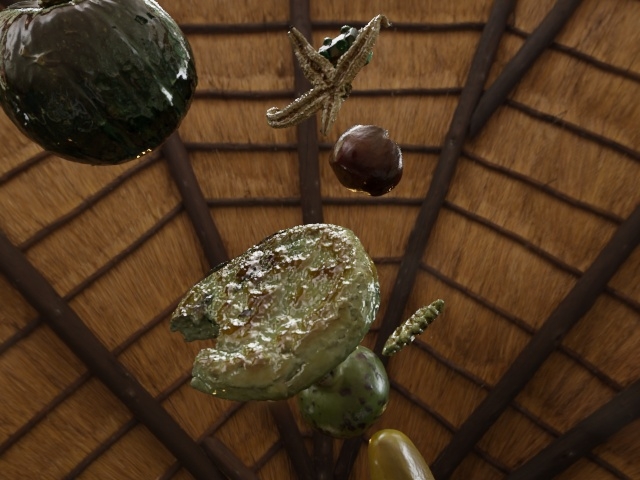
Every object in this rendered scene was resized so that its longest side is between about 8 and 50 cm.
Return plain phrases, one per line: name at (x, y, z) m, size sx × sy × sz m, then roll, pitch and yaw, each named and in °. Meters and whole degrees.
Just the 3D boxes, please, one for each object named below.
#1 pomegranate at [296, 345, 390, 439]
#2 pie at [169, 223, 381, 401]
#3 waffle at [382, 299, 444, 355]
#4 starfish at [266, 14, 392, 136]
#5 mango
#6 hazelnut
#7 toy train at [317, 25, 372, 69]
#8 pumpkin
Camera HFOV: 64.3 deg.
pomegranate at (0.056, 0.348, 1.275) m, size 0.242 × 0.305 × 0.242 m, roll -2°, pitch -145°, yaw 1°
pie at (-0.058, 0.084, 0.692) m, size 0.303 × 0.067 × 0.302 m, roll -16°, pitch -143°, yaw 12°
waffle at (0.259, 0.247, 1.443) m, size 0.223 × 0.204 × 0.054 m, roll -41°, pitch -101°, yaw -5°
starfish at (0.002, -0.531, 1.615) m, size 0.324 × 0.082 × 0.432 m, roll 22°, pitch -89°, yaw 27°
mango at (0.204, 0.585, 1.170) m, size 0.142 × 0.195 × 0.331 m, roll -20°, pitch -96°, yaw 18°
hazelnut at (0.118, -0.202, 1.302) m, size 0.202 × 0.170 × 0.160 m, roll 31°, pitch -115°, yaw 17°
toy train at (0.080, -0.628, 1.715) m, size 0.228 × 0.136 × 0.091 m, roll -19°, pitch -138°, yaw 41°
pumpkin at (-0.328, -0.243, 0.776) m, size 0.293 × 0.263 × 0.197 m, roll -36°, pitch -128°, yaw -11°
